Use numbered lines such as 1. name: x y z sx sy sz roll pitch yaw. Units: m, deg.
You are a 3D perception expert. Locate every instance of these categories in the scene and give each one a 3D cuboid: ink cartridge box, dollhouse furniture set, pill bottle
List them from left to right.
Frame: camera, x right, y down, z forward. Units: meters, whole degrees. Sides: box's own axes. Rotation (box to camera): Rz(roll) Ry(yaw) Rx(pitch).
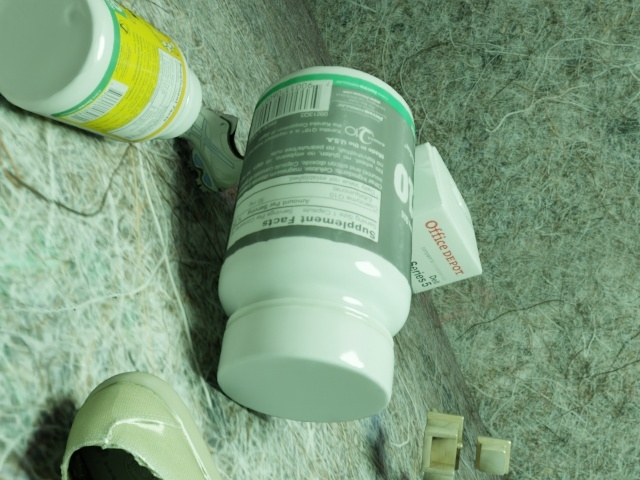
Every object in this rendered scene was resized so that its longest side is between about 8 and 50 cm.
1. pill bottle: -0.194 -0.155 0.656 0.117 0.118 0.208 67 14 10
2. pill bottle: 0.000 0.000 0.785 0.204 0.204 0.360 50 38 -46
3. ink cartridge box: 0.071 -0.002 1.022 0.198 0.273 0.114 48 30 -50
4. dollhouse furniture set: 0.320 0.409 1.021 0.174 0.356 0.303 -17 111 -76

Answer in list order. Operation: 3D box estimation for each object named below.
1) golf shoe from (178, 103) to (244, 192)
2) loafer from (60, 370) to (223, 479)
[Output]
1. golf shoe: -0.146 -0.151 0.900 0.176 0.086 0.069 61 15 -11
2. loafer: -0.087 0.215 0.451 0.268 0.102 0.092 56 14 3
